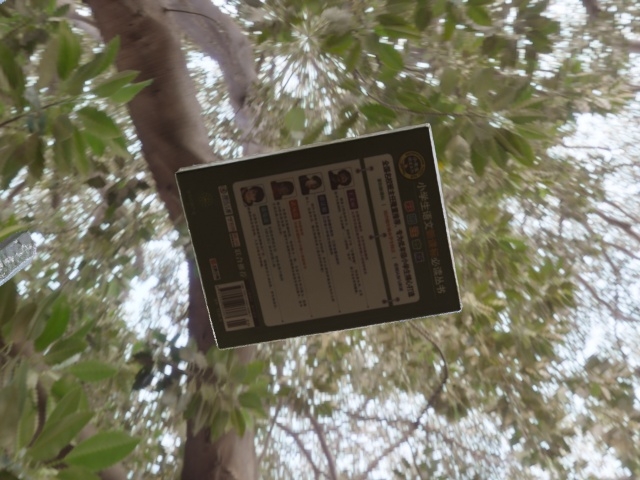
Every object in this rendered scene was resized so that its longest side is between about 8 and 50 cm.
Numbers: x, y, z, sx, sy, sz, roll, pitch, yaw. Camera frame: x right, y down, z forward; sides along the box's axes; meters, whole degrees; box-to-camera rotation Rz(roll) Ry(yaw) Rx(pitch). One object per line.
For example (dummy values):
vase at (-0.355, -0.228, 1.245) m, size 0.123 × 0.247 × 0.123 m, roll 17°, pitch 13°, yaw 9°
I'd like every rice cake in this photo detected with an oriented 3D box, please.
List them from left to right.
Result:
rice cake at (-0.395, 0.055, 1.118) m, size 0.085 × 0.226 × 0.040 m, roll -33°, pitch -81°, yaw 28°

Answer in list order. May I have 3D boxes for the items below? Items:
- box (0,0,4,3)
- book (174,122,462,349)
box at (-0.288, -0.259, 0.695) m, size 0.130 × 0.162 × 0.227 m, roll -31°, pitch -112°, yaw -12°
book at (0.000, 0.000, 1.044) m, size 0.264 × 0.027 × 0.202 m, roll -10°, pitch -76°, yaw 7°
